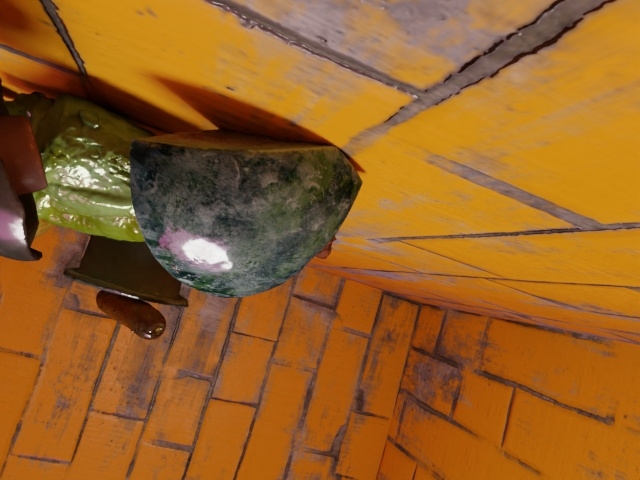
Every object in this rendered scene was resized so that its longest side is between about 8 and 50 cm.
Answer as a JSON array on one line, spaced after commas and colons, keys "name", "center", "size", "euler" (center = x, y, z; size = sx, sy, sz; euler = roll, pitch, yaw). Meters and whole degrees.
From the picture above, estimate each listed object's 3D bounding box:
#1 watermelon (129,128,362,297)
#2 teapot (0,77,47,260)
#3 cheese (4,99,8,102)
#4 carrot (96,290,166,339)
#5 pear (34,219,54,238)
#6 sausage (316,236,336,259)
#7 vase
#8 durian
[{"name": "watermelon", "center": [-0.133, -0.064, 0.643], "size": [0.290, 0.213, 0.320], "euler": [27, 124, -37]}, {"name": "teapot", "center": [-0.454, -0.087, 0.397], "size": [0.362, 0.376, 0.305], "euler": [-15, -135, -31]}, {"name": "cheese", "center": [-0.503, -0.216, 0.852], "size": [0.245, 0.052, 0.135], "euler": [22, 169, -32]}, {"name": "carrot", "center": [-0.359, 0.132, 0.870], "size": [0.186, 0.060, 0.060], "euler": [19, 175, 32]}, {"name": "pear", "center": [-0.727, -0.130, 1.063], "size": [0.315, 0.314, 0.314], "euler": [16, 173, 2]}, {"name": "sausage", "center": [0.000, 0.001, 1.282], "size": [0.078, 0.078, 0.304], "euler": [16, 171, 2]}, {"name": "vase", "center": [-0.341, -0.030, 0.945], "size": [0.245, 0.291, 0.245], "euler": [18, 172, 3]}, {"name": "durian", "center": [-0.333, -0.098, 0.714], "size": [0.340, 0.204, 0.256], "euler": [28, 172, -27]}]
